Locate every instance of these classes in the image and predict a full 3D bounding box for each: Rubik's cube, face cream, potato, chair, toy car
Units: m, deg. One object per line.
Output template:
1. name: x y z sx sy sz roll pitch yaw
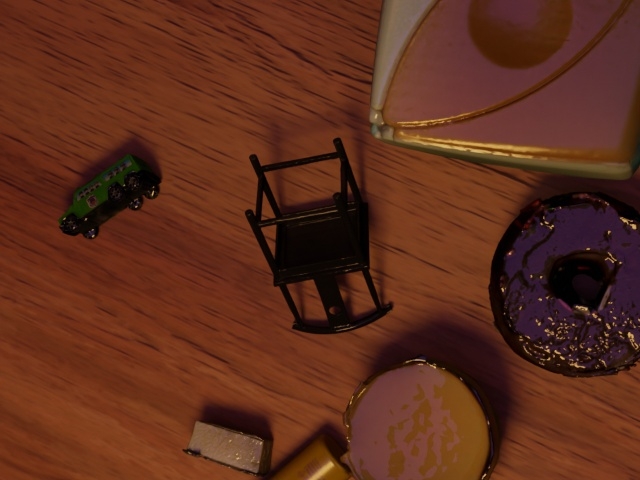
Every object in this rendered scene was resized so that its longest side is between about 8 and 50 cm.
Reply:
1. Rubik's cube: 0.266 -0.268 1.632 0.347 0.351 0.352 9 96 11
2. face cream: -0.074 0.400 1.862 0.273 0.078 0.078 -41 84 10
3. potato: -0.135 0.309 1.872 0.122 0.086 0.061 15 81 12
4. chair: 0.000 0.000 1.810 0.155 0.141 0.260 -10 135 12
5. toy car: -0.323 -0.065 1.899 0.165 0.071 0.062 -33 71 11

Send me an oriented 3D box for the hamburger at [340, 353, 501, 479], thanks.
1. hamburger: 0.149 0.280 1.780 0.237 0.149 0.237 -2 84 14

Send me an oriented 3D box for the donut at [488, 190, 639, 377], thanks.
1. donut: 0.363 0.061 1.753 0.270 0.103 0.269 0 91 9
